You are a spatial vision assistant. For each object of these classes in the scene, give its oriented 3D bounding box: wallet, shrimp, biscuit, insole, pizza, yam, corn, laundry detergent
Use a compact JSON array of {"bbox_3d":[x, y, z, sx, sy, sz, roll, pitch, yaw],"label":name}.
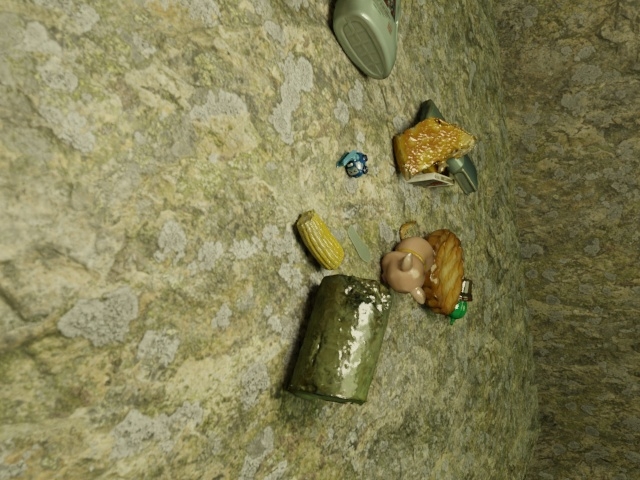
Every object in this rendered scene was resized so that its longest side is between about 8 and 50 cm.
[{"bbox_3d":[0.487,-0.348,1.664,0.360,0.083,0.252,50,30,-19],"label":"wallet"},{"bbox_3d":[0.310,-0.027,1.550,0.114,0.023,0.083,-36,119,-43],"label":"shrimp"},{"bbox_3d":[0.447,0.115,1.659,0.326,0.107,0.325,2,88,-50],"label":"biscuit"},{"bbox_3d":[0.115,0.013,1.297,0.152,0.002,0.053,57,46,-34],"label":"insole"},{"bbox_3d":[0.388,-0.323,1.504,0.071,0.297,0.189,111,-45,-82],"label":"pizza"},{"bbox_3d":[0.053,0.235,1.044,0.195,0.195,0.299,44,56,-43],"label":"yam"},{"bbox_3d":[0.000,0.000,1.091,0.085,0.063,0.165,-53,127,-29],"label":"corn"},{"bbox_3d":[0.168,-0.708,1.324,0.264,0.125,0.397,40,55,-44],"label":"laundry detergent"}]

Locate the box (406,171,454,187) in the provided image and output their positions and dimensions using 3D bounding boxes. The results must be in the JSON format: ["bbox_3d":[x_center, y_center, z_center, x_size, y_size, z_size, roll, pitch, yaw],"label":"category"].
[{"bbox_3d":[0.405,-0.217,1.617,0.198,0.109,0.029,1,87,-53],"label":"box"}]

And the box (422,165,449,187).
[{"bbox_3d":[0.441,-0.319,1.729,0.269,0.044,0.152,19,69,-53],"label":"box"}]

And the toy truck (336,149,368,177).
[{"bbox_3d":[0.086,-0.216,1.237,0.090,0.056,0.073,8,76,-40],"label":"toy truck"}]

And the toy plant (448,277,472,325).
[{"bbox_3d":[0.566,0.250,1.820,0.143,0.105,0.200,10,97,-67],"label":"toy plant"}]

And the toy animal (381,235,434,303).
[{"bbox_3d":[0.285,0.079,1.416,0.165,0.149,0.248,57,32,-13],"label":"toy animal"}]
